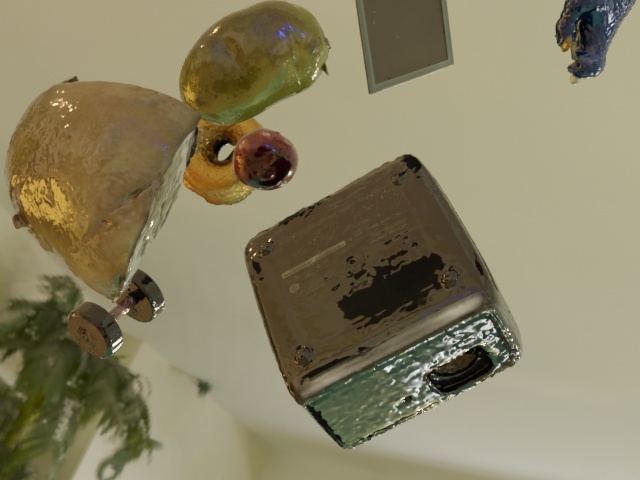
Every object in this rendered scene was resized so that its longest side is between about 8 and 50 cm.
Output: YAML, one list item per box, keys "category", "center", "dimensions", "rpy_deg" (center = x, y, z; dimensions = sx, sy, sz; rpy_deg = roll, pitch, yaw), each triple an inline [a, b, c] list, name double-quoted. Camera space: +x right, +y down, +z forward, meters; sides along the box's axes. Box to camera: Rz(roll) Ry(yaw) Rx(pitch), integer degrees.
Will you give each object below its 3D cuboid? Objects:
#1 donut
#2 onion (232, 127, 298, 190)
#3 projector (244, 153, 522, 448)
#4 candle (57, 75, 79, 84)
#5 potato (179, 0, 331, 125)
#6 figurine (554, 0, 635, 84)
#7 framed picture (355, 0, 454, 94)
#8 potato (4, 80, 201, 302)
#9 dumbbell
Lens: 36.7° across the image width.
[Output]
- category: "donut"
  center: [-0.242, -0.216, 2.433]
  dimensions: [0.253, 0.253, 0.118]
  rpy_deg: [19, -8, 12]
- category: "onion"
  center: [-0.110, -0.157, 1.878]
  dimensions: [0.131, 0.131, 0.131]
  rpy_deg: [20, -23, 9]
- category: "projector"
  center: [0.099, 0.095, 1.732]
  dimensions: [0.395, 0.405, 0.242]
  rpy_deg: [-29, -44, 7]
- category: "candle"
  center: [-0.447, -0.241, 1.808]
  dimensions: [0.052, 0.052, 0.131]
  rpy_deg: [-5, -61, 49]
- category: "potato"
  center: [-0.108, -0.277, 1.508]
  dimensions: [0.248, 0.169, 0.143]
  rpy_deg: [-30, -32, 13]
- category: "figurine"
  center: [0.452, -0.382, 1.548]
  dimensions: [0.120, 0.164, 0.262]
  rpy_deg: [12, -70, 21]
- category: "framed picture"
  center: [0.155, -0.454, 1.860]
  dimensions: [0.019, 0.232, 0.296]
  rpy_deg: [18, -56, 51]
- category: "potato"
  center: [-0.306, -0.090, 1.200]
  dimensions: [0.264, 0.211, 0.189]
  rpy_deg: [26, -32, 7]
- category: "dumbbell"
  center: [-0.525, 0.186, 2.484]
  dimensions: [0.152, 0.218, 0.152]
  rpy_deg: [23, -45, 25]
